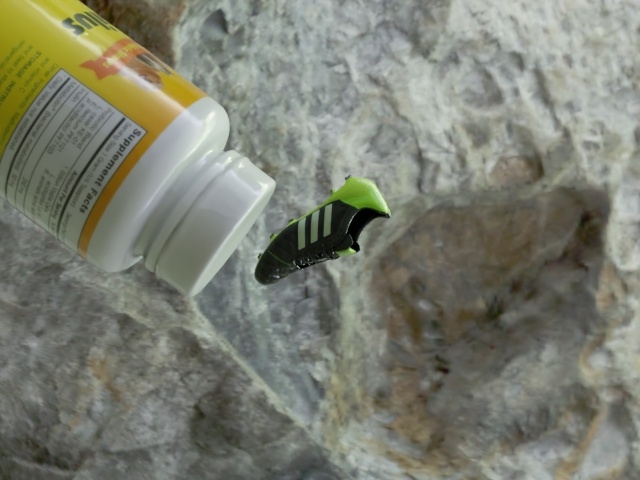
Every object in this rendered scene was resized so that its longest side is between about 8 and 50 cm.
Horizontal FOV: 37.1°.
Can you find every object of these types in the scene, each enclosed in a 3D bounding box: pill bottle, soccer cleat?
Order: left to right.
[{"bbox_3d":[-0.135,-0.063,0.543,0.215,0.117,0.117,36,-108,1],"label":"pill bottle"},{"bbox_3d":[0.000,0.000,1.099,0.179,0.060,0.072,-40,-119,6],"label":"soccer cleat"}]
